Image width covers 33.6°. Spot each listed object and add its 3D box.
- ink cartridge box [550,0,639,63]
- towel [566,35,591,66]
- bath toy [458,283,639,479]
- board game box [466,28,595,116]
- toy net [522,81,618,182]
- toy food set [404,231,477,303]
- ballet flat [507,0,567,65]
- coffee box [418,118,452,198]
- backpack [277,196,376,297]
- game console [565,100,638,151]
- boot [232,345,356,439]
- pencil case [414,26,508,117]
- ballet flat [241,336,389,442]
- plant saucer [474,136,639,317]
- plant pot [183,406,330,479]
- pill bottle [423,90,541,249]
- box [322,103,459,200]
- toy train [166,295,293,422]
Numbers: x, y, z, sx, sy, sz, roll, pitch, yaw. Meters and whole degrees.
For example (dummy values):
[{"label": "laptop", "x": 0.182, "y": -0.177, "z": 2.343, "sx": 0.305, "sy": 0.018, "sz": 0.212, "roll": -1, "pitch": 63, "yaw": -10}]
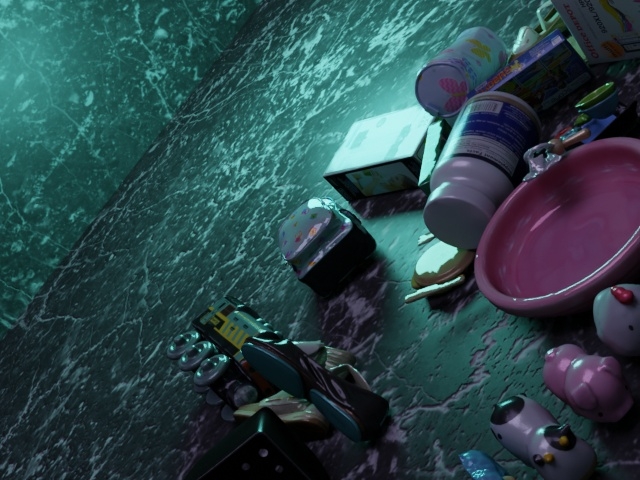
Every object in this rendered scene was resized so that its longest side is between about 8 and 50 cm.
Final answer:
[{"label": "ink cartridge box", "x": 0.555, "y": -0.430, "z": 1.828, "sx": 0.232, "sy": 0.171, "sz": 0.168, "roll": 1, "pitch": 52, "yaw": 47}, {"label": "towel", "x": 0.498, "y": -0.360, "z": 2.009, "sx": 0.148, "sy": 0.027, "sz": 0.110, "roll": -24, "pitch": 32, "yaw": 38}, {"label": "bath toy", "x": 0.324, "y": 0.192, "z": 1.343, "sx": 0.151, "sy": 0.129, "sz": 0.348, "roll": 36, "pitch": 82, "yaw": 30}, {"label": "board game box", "x": 0.385, "y": -0.282, "z": 1.937, "sx": 0.201, "sy": 0.136, "sz": 0.035, "roll": -35, "pitch": 49, "yaw": 20}, {"label": "toy net", "x": 0.386, "y": -0.171, "z": 1.709, "sx": 0.232, "sy": 0.045, "sz": 0.122, "roll": -39, "pitch": 10, "yaw": -24}, {"label": "toy food set", "x": 0.216, "y": 0.043, "z": 1.837, "sx": 0.132, "sy": 0.038, "sz": 0.192, "roll": -22, "pitch": 28, "yaw": 28}, {"label": "ballet flat", "x": 0.443, "y": -0.423, "z": 2.131, "sx": 0.232, "sy": 0.073, "sz": 0.080, "roll": -46, "pitch": 23, "yaw": 0}, {"label": "coffee box", "x": 0.236, "y": -0.128, "z": 1.963, "sx": 0.040, "sy": 0.113, "sz": 0.184, "roll": -24, "pitch": 31, "yaw": 31}, {"label": "backpack", "x": 0.000, "y": 0.000, "z": 2.095, "sx": 0.166, "sy": 0.144, "sz": 0.188, "roll": -48, "pitch": 22, "yaw": 7}, {"label": "game console", "x": 0.461, "y": -0.193, "z": 1.762, "sx": 0.122, "sy": 0.071, "sz": 0.107, "roll": -43, "pitch": 41, "yaw": 4}, {"label": "boot", "x": -0.044, "y": 0.263, "z": 1.845, "sx": 0.213, "sy": 0.077, "sz": 0.165, "roll": -9, "pitch": 44, "yaw": 43}, {"label": "pencil case", "x": 0.275, "y": -0.330, "z": 2.064, "sx": 0.124, "sy": 0.113, "sz": 0.273, "roll": -49, "pitch": -2, "yaw": 34}, {"label": "ballet flat", "x": -0.003, "y": 0.227, "z": 1.730, "sx": 0.280, "sy": 0.095, "sz": 0.096, "roll": 34, "pitch": 55, "yaw": 28}, {"label": "plant saucer", "x": 0.388, "y": -0.008, "z": 1.592, "sx": 0.332, "sy": 0.084, "sz": 0.332, "roll": -36, "pitch": 27, "yaw": 21}, {"label": "plant pot", "x": -0.096, "y": 0.372, "z": 1.657, "sx": 0.187, "sy": 0.188, "sz": 0.167, "roll": -40, "pitch": 15, "yaw": 12}, {"label": "pill bottle", "x": 0.277, "y": -0.121, "z": 1.832, "sx": 0.153, "sy": 0.153, "sz": 0.265, "roll": -17, "pitch": 35, "yaw": 45}, {"label": "box", "x": 0.154, "y": -0.186, "z": 2.196, "sx": 0.290, "sy": 0.087, "sz": 0.169, "roll": -7, "pitch": 45, "yaw": 52}, {"label": "toy train", "x": -0.169, "y": 0.220, "z": 2.039, "sx": 0.190, "sy": 0.142, "sz": 0.334, "roll": -41, "pitch": 24, "yaw": -13}]
